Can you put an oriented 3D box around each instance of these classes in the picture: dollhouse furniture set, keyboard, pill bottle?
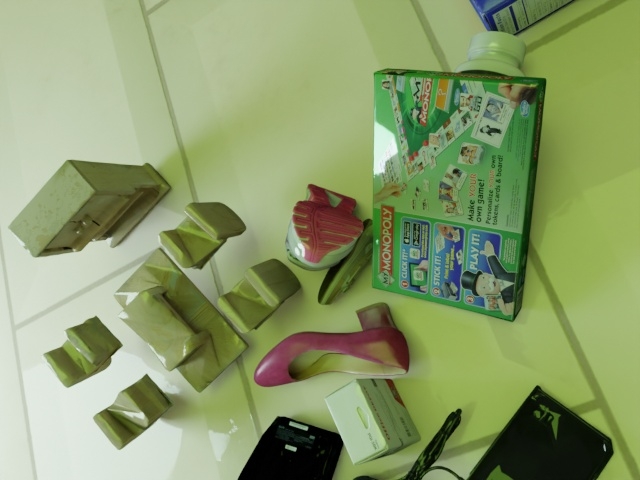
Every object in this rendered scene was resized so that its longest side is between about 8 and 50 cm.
[{"bbox_3d":[-0.281,0.063,1.101,0.362,0.256,0.394,-44,85,13],"label":"dollhouse furniture set"},{"bbox_3d":[0.201,0.323,0.826,0.201,0.033,0.317,37,81,22],"label":"keyboard"},{"bbox_3d":[0.232,-0.190,0.919,0.108,0.108,0.193,11,84,28],"label":"pill bottle"}]

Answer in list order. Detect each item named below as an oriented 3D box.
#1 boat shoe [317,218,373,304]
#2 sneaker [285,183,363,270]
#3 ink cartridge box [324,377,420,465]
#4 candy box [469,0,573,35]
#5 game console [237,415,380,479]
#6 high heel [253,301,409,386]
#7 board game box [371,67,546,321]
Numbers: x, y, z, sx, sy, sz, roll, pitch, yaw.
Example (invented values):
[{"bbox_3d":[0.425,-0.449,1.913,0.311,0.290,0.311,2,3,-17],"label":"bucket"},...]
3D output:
[{"bbox_3d":[0.050,0.040,0.995,0.048,0.056,0.153,32,91,-13],"label":"boat shoe"},{"bbox_3d":[0.000,0.000,0.947,0.103,0.252,0.111,20,107,1],"label":"sneaker"},{"bbox_3d":[0.073,0.246,0.887,0.056,0.135,0.099,-33,66,17],"label":"ink cartridge box"},{"bbox_3d":[0.329,-0.483,0.928,0.317,0.122,0.268,-28,69,18],"label":"candy box"},{"bbox_3d":[0.041,0.392,0.898,0.361,0.044,0.213,11,66,25],"label":"game console"},{"bbox_3d":[0.013,0.189,0.952,0.244,0.082,0.117,-24,45,8],"label":"high heel"},{"bbox_3d":[0.173,-0.062,0.865,0.214,0.046,0.317,13,117,29],"label":"board game box"}]
